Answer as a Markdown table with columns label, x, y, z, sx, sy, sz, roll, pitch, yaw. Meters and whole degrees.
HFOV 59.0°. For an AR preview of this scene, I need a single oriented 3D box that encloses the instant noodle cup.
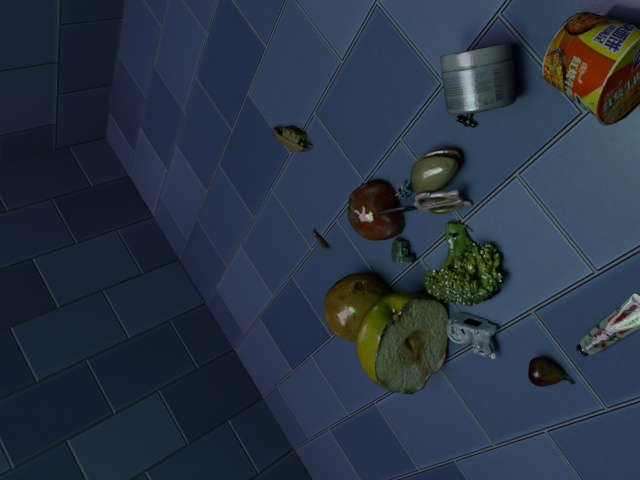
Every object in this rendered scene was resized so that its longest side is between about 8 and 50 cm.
| label | x | y | z | sx | sy | sz | roll | pitch | yaw |
| --- | --- | --- | --- | --- | --- | --- | --- | --- | --- |
| instant noodle cup | 0.592 | -0.376 | 1.201 | 0.174 | 0.213 | 0.213 | 46 | 141 | 38 |

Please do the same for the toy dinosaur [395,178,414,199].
| label | x | y | z | sx | sy | sz | roll | pitch | yaw |
| --- | --- | --- | --- | --- | --- | --- | --- | --- | --- |
| toy dinosaur | 0.278 | -0.167 | 1.856 | 0.047 | 0.030 | 0.083 | 54 | 143 | 13 |

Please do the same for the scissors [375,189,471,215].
| label | x | y | z | sx | sy | sz | roll | pitch | yaw |
| --- | --- | --- | --- | --- | --- | --- | --- | --- | --- |
| scissors | 0.301 | -0.107 | 1.751 | 0.317 | 0.160 | 0.024 | -8 | 66 | 39 |

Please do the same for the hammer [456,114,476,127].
| label | x | y | z | sx | sy | sz | roll | pitch | yaw |
| --- | --- | --- | --- | --- | --- | --- | --- | --- | --- |
| hammer | 0.414 | -0.400 | 1.555 | 0.065 | 0.021 | 0.178 | 31 | 132 | 40 |

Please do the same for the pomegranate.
| label | x | y | z | sx | sy | sz | roll | pitch | yaw |
| --- | --- | --- | --- | --- | --- | --- | --- | --- | --- |
| pomegranate | 0.138 | 0.256 | 2.093 | 0.264 | 0.264 | 0.264 | 29 | 131 | 40 |

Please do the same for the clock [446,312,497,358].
| label | x | y | z | sx | sy | sz | roll | pitch | yaw |
| --- | --- | --- | --- | --- | --- | --- | --- | --- | --- |
| clock | 0.487 | 0.311 | 1.827 | 0.176 | 0.080 | 0.117 | 16 | 122 | 45 |

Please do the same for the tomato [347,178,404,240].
| label | x | y | z | sx | sy | sz | roll | pitch | yaw |
| --- | --- | --- | --- | --- | --- | --- | --- | --- | --- |
| tomato | 0.172 | -0.092 | 1.939 | 0.181 | 0.155 | 0.214 | -30 | 84 | 51 |

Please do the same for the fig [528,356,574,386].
| label | x | y | z | sx | sy | sz | roll | pitch | yaw |
| --- | --- | --- | --- | --- | --- | --- | --- | --- | --- |
| fig | 0.672 | 0.389 | 1.646 | 0.125 | 0.089 | 0.089 | 7 | 117 | 27 |

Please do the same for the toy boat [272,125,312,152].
| label | x | y | z | sx | sy | sz | roll | pitch | yaw |
| --- | --- | --- | --- | --- | --- | --- | --- | --- | --- |
| toy boat | -0.114 | -0.404 | 2.200 | 0.200 | 0.057 | 0.077 | 34 | 129 | 37 |

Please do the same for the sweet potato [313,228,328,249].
| label | x | y | z | sx | sy | sz | roll | pitch | yaw |
| --- | --- | --- | --- | --- | --- | --- | --- | --- | --- |
| sweet potato | 0.000 | 0.000 | 2.317 | 0.115 | 0.026 | 0.026 | 52 | 143 | 27 |

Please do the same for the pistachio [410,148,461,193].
| label | x | y | z | sx | sy | sz | roll | pitch | yaw |
| --- | --- | --- | --- | --- | --- | --- | --- | --- | --- |
| pistachio | 0.340 | -0.204 | 1.685 | 0.185 | 0.124 | 0.124 | -30 | 86 | 49 |

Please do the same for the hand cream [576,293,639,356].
| label | x | y | z | sx | sy | sz | roll | pitch | yaw |
| --- | --- | --- | --- | --- | --- | --- | --- | --- | --- |
| hand cream | 0.759 | 0.231 | 1.468 | 0.080 | 0.050 | 0.234 | 54 | 137 | 22 |

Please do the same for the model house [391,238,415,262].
| label | x | y | z | sx | sy | sz | roll | pitch | yaw |
| --- | --- | --- | --- | --- | --- | --- | --- | --- | --- |
| model house | 0.284 | 0.035 | 1.955 | 0.079 | 0.066 | 0.083 | 2 | 94 | 63 |

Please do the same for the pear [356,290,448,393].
| label | x | y | z | sx | sy | sz | roll | pitch | yaw |
| --- | --- | --- | --- | --- | --- | --- | --- | --- | --- |
| pear | 0.260 | 0.325 | 1.921 | 0.191 | 0.340 | 0.386 | 30 | 154 | 47 |

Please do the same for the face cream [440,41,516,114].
| label | x | y | z | sx | sy | sz | roll | pitch | yaw |
| --- | --- | --- | --- | --- | --- | --- | --- | --- | --- |
| face cream | 0.400 | -0.407 | 1.433 | 0.177 | 0.177 | 0.153 | 9 | 117 | 49 |

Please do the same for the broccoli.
| label | x | y | z | sx | sy | sz | roll | pitch | yaw |
| --- | --- | --- | --- | --- | --- | --- | --- | --- | --- |
| broccoli | 0.406 | 0.086 | 1.711 | 0.242 | 0.180 | 0.273 | -24 | 90 | 56 |
